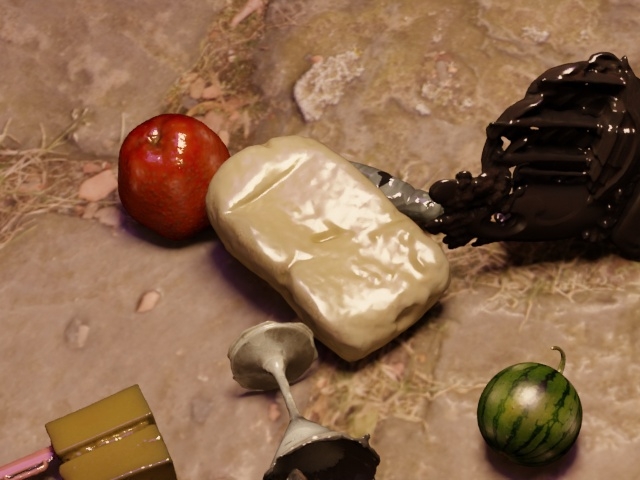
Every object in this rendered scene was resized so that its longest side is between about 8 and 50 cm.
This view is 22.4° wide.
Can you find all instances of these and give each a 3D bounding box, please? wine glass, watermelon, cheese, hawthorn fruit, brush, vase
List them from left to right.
[{"bbox_3d":[-0.262,0.229,1.553,0.233,0.047,0.103,-22,48,-11],"label":"brush"},{"bbox_3d":[-0.161,-0.075,1.767,0.132,0.138,0.133,-6,48,7],"label":"hawthorn fruit"},{"bbox_3d":[-0.025,0.169,1.542,0.122,0.122,0.183,-16,40,-8],"label":"wine glass"},{"bbox_3d":[0.000,0.001,1.677,0.159,0.093,0.263,-36,68,-20],"label":"cheese"},{"bbox_3d":[0.037,-0.056,1.776,0.211,0.060,0.060,15,50,20],"label":"vase"},{"bbox_3d":[0.200,0.161,1.523,0.109,0.109,0.109,-4,46,4],"label":"watermelon"}]

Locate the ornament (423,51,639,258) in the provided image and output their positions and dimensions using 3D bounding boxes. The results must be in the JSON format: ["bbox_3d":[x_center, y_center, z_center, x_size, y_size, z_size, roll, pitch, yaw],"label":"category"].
[{"bbox_3d":[0.238,-0.084,1.625,0.260,0.251,0.106,4,45,-19],"label":"ornament"}]

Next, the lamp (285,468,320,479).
[{"bbox_3d":[-0.082,0.310,1.404,0.253,0.118,0.118,-38,50,0],"label":"lamp"}]
